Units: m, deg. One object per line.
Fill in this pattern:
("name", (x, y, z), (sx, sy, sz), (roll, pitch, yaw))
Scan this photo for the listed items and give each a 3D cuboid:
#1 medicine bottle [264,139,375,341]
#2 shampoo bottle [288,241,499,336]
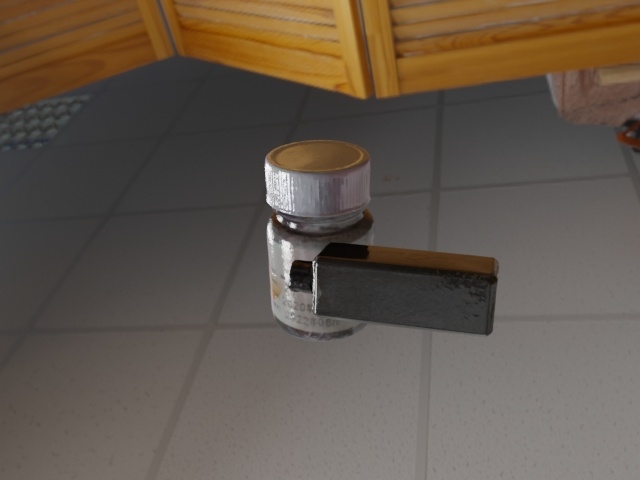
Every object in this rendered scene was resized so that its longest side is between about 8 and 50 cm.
("medicine bottle", (0.000, 0.000, 1.002), (0.165, 0.273, 0.165), (-2, -155, 1))
("shampoo bottle", (0.084, 0.054, 0.797), (0.246, 0.079, 0.080), (5, -164, 14))
